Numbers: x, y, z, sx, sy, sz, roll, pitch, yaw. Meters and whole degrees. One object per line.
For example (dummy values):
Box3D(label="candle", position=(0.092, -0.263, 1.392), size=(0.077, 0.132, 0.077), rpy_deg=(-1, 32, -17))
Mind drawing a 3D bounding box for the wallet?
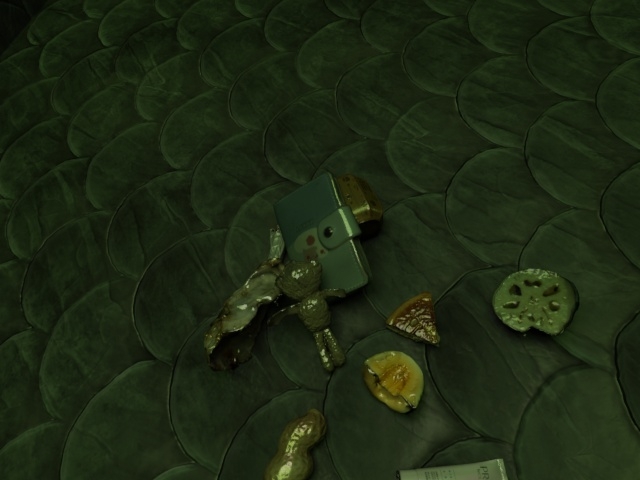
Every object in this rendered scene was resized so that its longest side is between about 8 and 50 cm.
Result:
Box3D(label="wallet", position=(0.000, 0.000, 1.209), size=(0.252, 0.083, 0.359), rpy_deg=(-30, 70, 32))

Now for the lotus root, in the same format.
Box3D(label="lotus root", position=(0.546, 0.170, 1.098), size=(0.204, 0.077, 0.183), rpy_deg=(-43, 50, -18))

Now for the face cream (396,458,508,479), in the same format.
Box3D(label="face cream", position=(0.292, 0.538, 0.950), size=(0.244, 0.058, 0.092), rpy_deg=(-3, 56, 2))

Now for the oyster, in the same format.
Box3D(label="oyster", position=(-0.192, 0.189, 1.139), size=(0.133, 0.197, 0.336), rpy_deg=(33, 75, 8))

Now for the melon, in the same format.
Box3D(label="melon", position=(0.189, 0.349, 1.068), size=(0.128, 0.079, 0.160), rpy_deg=(-35, 58, -30))

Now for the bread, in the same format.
Box3D(label="bread", position=(0.240, 0.217, 1.140), size=(0.136, 0.054, 0.154), rpy_deg=(-7, 54, 5))

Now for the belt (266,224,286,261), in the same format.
Box3D(label="belt", position=(-0.133, 0.042, 1.310), size=(0.072, 0.053, 0.231), rpy_deg=(6, 63, 15))

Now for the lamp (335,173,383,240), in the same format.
Box3D(label="lamp", position=(0.096, -0.098, 1.290), size=(0.162, 0.161, 0.184), rpy_deg=(-22, 61, -2))

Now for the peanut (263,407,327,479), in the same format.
Box3D(label="peanut", position=(-0.060, 0.507, 1.015), size=(0.104, 0.085, 0.227), rpy_deg=(20, 64, 10))

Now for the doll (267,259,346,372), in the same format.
Box3D(label="doll", position=(-0.008, 0.186, 1.110), size=(0.286, 0.091, 0.202), rpy_deg=(42, 93, -7))
